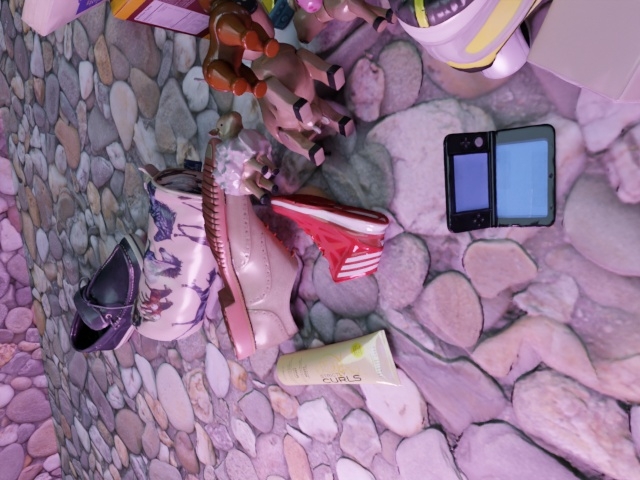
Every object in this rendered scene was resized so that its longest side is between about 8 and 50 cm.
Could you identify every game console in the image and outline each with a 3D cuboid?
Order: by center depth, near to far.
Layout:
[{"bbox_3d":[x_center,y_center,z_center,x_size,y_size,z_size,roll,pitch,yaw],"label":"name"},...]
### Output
[{"bbox_3d":[0.212,-0.072,0.484,0.071,0.107,0.122,-165,69,-67],"label":"game console"}]

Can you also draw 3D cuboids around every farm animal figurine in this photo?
[{"bbox_3d":[-0.041,-0.257,0.560,0.172,0.330,0.326,38,150,25],"label":"farm animal figurine"}]

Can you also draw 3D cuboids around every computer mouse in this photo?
[{"bbox_3d":[0.187,-0.285,0.471,0.106,0.042,0.193,-24,84,40],"label":"computer mouse"}]

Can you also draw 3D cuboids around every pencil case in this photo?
[{"bbox_3d":[-0.312,0.037,0.882,0.184,0.160,0.410,24,118,6],"label":"pencil case"}]

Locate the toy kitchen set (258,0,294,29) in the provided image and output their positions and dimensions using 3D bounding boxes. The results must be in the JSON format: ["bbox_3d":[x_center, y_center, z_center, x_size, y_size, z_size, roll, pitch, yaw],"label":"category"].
[{"bbox_3d":[-0.082,-0.384,0.564,0.166,0.207,0.122,-41,73,39],"label":"toy kitchen set"}]

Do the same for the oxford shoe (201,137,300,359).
[{"bbox_3d":[-0.122,0.014,0.728,0.140,0.147,0.396,-140,42,-61],"label":"oxford shoe"}]

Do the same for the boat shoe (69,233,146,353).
[{"bbox_3d":[-0.612,0.177,1.176,0.186,0.156,0.500,54,127,19],"label":"boat shoe"}]

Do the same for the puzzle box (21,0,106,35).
[{"bbox_3d":[-0.432,-0.609,0.785,0.052,0.272,0.409,37,133,-22],"label":"puzzle box"}]

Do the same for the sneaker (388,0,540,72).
[{"bbox_3d":[0.204,-0.341,0.367,0.145,0.147,0.384,44,103,32],"label":"sneaker"}]

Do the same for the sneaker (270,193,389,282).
[{"bbox_3d":[0.000,0.000,0.667,0.221,0.087,0.128,19,111,37],"label":"sneaker"}]

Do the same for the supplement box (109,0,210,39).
[{"bbox_3d":[-0.250,-0.481,0.691,0.129,0.194,0.191,-5,97,40],"label":"supplement box"}]

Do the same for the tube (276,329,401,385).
[{"bbox_3d":[0.024,0.217,0.717,0.240,0.062,0.070,-19,128,36],"label":"tube"}]

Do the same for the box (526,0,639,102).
[{"bbox_3d":[0.287,-0.255,0.305,0.113,0.094,0.275,-121,32,-41],"label":"box"}]
